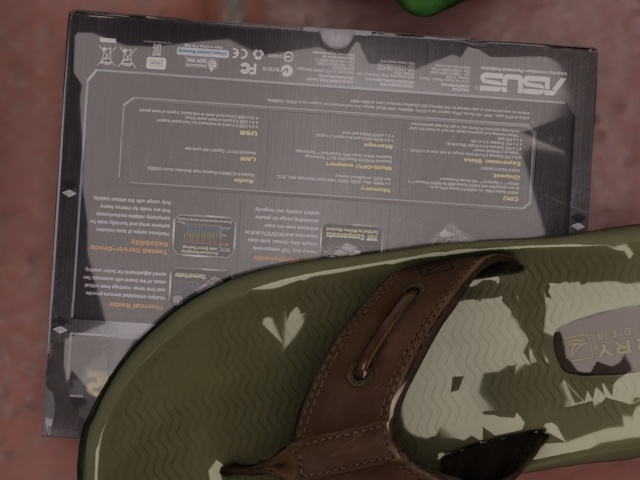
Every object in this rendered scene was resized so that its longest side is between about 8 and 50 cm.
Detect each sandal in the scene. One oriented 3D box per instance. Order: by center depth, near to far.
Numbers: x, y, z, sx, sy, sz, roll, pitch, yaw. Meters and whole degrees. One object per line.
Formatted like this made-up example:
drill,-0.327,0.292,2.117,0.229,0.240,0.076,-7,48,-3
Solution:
sandal,0.049,0.054,0.672,0.302,0.086,0.120,-16,91,-3

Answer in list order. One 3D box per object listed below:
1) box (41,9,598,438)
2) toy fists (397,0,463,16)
box,0.000,0.000,0.741,0.231,0.056,0.183,3,90,-3
toy fists,0.003,-0.225,0.707,0.142,0.096,0.279,-32,92,-23
